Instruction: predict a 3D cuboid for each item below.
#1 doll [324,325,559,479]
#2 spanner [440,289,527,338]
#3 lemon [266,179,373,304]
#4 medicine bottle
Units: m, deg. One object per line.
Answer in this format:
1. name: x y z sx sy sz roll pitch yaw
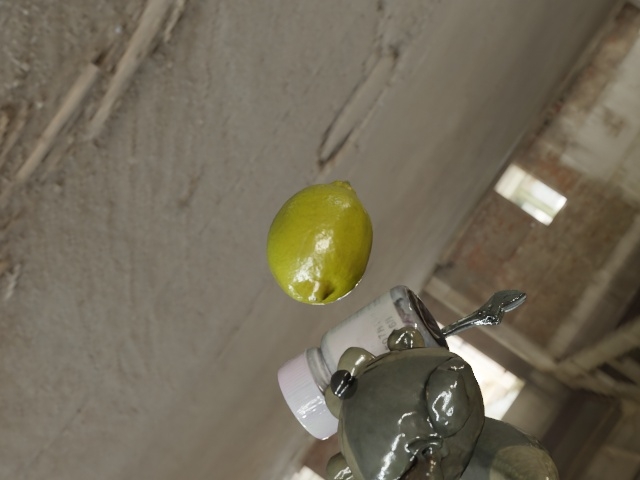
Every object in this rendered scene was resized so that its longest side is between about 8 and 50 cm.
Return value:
1. doll: 0.188 0.264 1.506 0.382 0.379 0.252 -161 -99 -80
2. spanner: 0.225 0.167 1.941 0.325 0.026 0.093 -26 -164 9
3. lemon: 0.000 0.000 1.807 0.184 0.184 0.248 113 -5 -54
4. medicine bottle: 0.076 0.212 1.860 0.273 0.165 0.165 -36 175 12
